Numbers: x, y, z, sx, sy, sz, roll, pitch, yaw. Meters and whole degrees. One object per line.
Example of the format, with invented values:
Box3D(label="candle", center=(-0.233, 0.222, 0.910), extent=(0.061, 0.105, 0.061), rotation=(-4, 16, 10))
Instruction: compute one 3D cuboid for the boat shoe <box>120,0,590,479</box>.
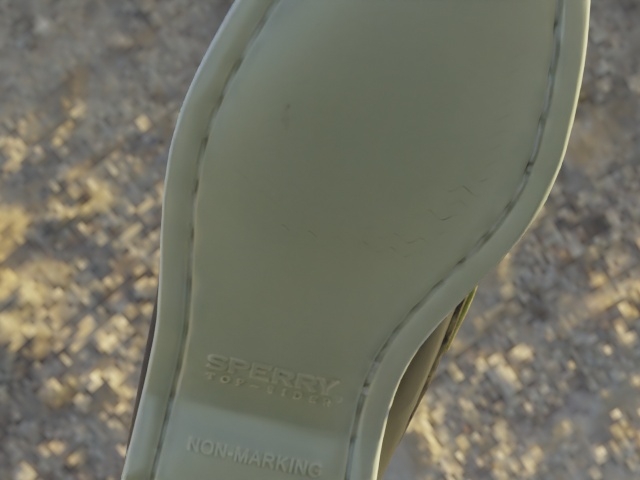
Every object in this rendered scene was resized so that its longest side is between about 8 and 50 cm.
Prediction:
Box3D(label="boat shoe", center=(0.000, 0.000, 0.446), extent=(0.068, 0.081, 0.227), rotation=(-83, 11, -64))
